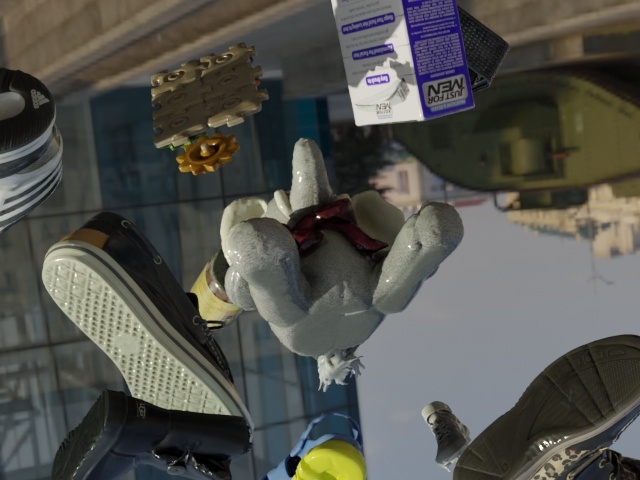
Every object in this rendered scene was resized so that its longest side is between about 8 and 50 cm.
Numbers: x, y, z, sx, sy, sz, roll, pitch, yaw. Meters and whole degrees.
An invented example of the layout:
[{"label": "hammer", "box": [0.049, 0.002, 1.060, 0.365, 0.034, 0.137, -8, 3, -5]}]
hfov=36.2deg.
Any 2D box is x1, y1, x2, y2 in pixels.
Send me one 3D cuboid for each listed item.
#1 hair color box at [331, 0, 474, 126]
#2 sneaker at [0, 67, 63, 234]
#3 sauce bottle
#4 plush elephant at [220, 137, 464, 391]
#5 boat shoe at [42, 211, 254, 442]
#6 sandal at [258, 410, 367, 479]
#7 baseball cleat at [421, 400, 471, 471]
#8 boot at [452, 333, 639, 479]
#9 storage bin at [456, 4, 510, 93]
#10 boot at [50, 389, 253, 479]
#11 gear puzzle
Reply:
[{"label": "hair color box", "box": [0.108, -0.348, 1.461, 0.110, 0.338, 0.185, -16, -169, -28]}, {"label": "sneaker", "box": [-0.545, -0.061, 1.250, 0.448, 0.169, 0.257, -11, 153, -10]}, {"label": "sauce bottle", "box": [-0.199, 0.111, 1.906, 0.111, 0.111, 0.344, -8, 164, -21]}, {"label": "plush elephant", "box": [0.000, 0.000, 1.234, 0.272, 0.255, 0.330, -10, 143, -11]}, {"label": "boat shoe", "box": [-0.247, 0.159, 1.574, 0.187, 0.500, 0.156, -14, -146, 29]}, {"label": "sandal", "box": [-0.022, 0.385, 1.594, 0.317, 0.126, 0.138, -45, -162, 35]}, {"label": "baseball cleat", "box": [0.220, 0.351, 1.778, 0.072, 0.109, 0.206, -42, 171, 6]}, {"label": "boot", "box": [0.422, 0.320, 1.508, 0.284, 0.377, 0.138, 31, -159, -34]}, {"label": "storage bin", "box": [0.226, -0.346, 1.732, 0.180, 0.084, 0.122, 33, 167, -14]}, {"label": "boot", "box": [-0.226, 0.294, 1.290, 0.207, 0.094, 0.246, 19, 131, -26]}, {"label": "gear puzzle", "box": [-0.155, -0.181, 1.403, 0.175, 0.044, 0.339, -19, -146, 2]}]
